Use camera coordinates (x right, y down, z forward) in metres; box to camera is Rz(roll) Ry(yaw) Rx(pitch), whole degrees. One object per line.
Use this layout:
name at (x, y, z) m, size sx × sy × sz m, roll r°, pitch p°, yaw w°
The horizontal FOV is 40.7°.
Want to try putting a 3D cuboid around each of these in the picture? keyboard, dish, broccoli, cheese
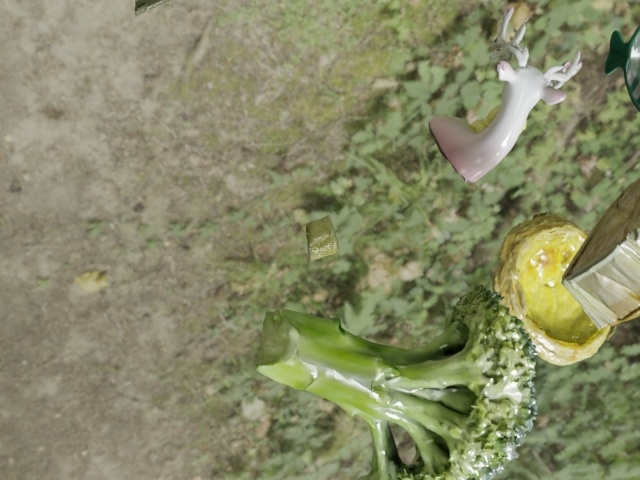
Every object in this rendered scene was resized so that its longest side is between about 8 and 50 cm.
keyboard at (-0.210, -0.354, 1.201) m, size 0.129 × 0.049 × 0.015 m, roll -13°, pitch 164°, yaw 31°
dish at (0.617, -0.306, 1.498) m, size 0.078 × 0.246 × 0.224 m, roll -8°, pitch 116°, yaw -28°
broccoli at (0.134, 0.183, 1.220) m, size 0.353 × 0.397 × 0.275 m, roll -42°, pitch -169°, yaw -28°
cheese at (0.000, 0.000, 1.527) m, size 0.060 × 0.041 × 0.084 m, roll -13°, pitch 118°, yaw -5°

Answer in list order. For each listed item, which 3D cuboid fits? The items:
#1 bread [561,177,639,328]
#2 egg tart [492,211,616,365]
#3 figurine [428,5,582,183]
bread at (0.414, -0.001, 1.072) m, size 0.210 × 0.110 × 0.192 m, roll -47°, pitch 178°, yaw -33°
egg tart at (0.407, 0.086, 1.524) m, size 0.278 × 0.279 × 0.095 m, roll -18°, pitch 178°, yaw -30°
figurine at (0.381, -0.313, 1.794) m, size 0.315 × 0.206 × 0.284 m, roll -41°, pitch -165°, yaw 29°
